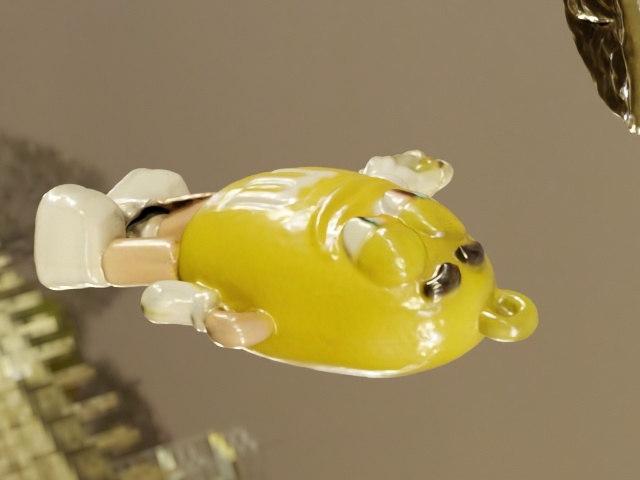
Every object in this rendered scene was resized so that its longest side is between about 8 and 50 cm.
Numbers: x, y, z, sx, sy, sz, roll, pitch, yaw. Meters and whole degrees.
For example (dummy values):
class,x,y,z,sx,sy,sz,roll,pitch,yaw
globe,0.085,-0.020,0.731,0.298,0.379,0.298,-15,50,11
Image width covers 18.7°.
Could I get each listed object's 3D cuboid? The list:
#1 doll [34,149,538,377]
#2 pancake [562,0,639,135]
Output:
class,x,y,z,sx,sy,sz,roll,pitch,yaw
doll,-0.037,0.005,1.694,0.348,0.423,0.161,-91,176,-62
pancake,0.347,-0.262,2.315,0.294,0.049,0.294,163,-90,-82
